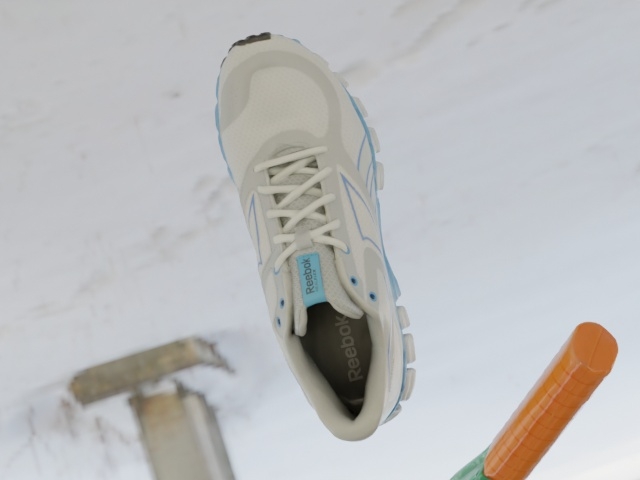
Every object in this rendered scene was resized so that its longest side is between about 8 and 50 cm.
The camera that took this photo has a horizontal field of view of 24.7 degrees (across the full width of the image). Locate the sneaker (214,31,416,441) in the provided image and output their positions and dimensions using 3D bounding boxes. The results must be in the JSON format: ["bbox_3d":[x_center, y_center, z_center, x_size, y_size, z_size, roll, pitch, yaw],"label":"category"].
[{"bbox_3d":[0.000,0.000,0.644,0.071,0.191,0.083,-18,-174,7],"label":"sneaker"}]

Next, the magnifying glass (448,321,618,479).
[{"bbox_3d":[0.075,0.118,0.686,0.092,0.026,0.231,-57,178,-47],"label":"magnifying glass"}]
